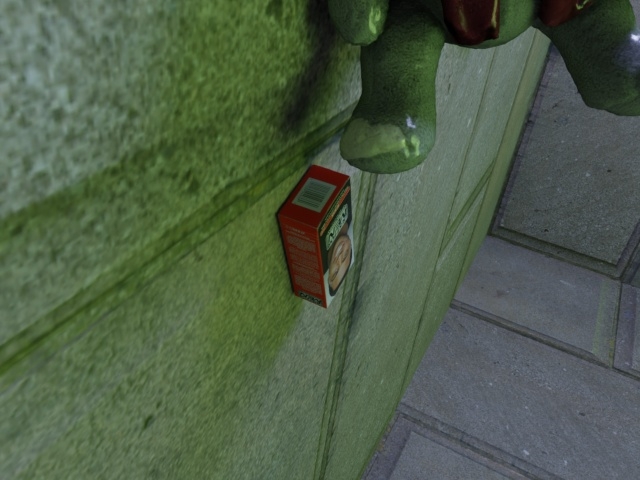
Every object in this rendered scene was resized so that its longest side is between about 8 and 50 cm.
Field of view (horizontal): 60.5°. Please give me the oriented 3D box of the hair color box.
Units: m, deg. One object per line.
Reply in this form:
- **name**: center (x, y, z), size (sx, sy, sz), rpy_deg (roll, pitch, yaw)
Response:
- **hair color box**: center (0.000, 0.000, 0.553), size (0.072, 0.043, 0.141), rpy_deg (-58, 159, -30)

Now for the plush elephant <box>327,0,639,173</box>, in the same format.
- **plush elephant**: center (0.131, -0.239, 0.349), size (0.255, 0.272, 0.330), rpy_deg (70, 14, -81)
